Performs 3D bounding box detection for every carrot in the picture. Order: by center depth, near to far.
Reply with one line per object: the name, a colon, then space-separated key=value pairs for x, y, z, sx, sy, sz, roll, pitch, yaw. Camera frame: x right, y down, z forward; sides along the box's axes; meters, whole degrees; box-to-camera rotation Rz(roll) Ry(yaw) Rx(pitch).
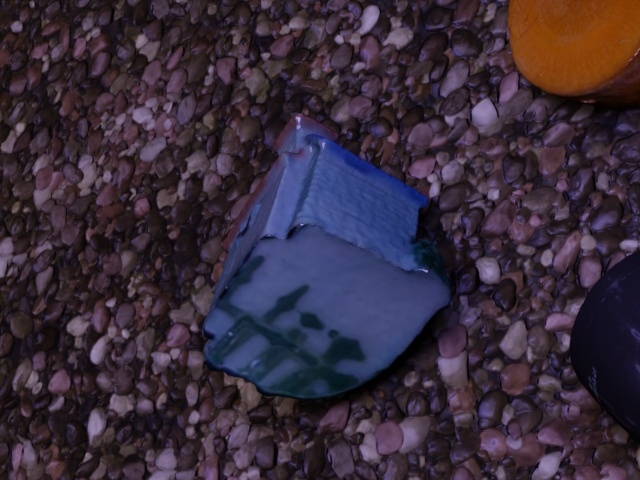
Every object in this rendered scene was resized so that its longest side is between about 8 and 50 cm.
carrot: x=0.357 y=-0.296 z=1.836 sx=0.258 sy=0.100 sz=0.307 roll=-54 pitch=37 yaw=13

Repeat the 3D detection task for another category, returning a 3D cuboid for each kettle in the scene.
kettle: x=0.421 y=0.182 z=1.515 sx=0.207 sy=0.268 sz=0.290 roll=-20 pitch=37 yaw=-12

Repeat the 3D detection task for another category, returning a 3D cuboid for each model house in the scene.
model house: x=0.000 y=0.000 z=1.937 sx=0.295 sy=0.251 sz=0.329 roll=-55 pitch=21 yaw=36
